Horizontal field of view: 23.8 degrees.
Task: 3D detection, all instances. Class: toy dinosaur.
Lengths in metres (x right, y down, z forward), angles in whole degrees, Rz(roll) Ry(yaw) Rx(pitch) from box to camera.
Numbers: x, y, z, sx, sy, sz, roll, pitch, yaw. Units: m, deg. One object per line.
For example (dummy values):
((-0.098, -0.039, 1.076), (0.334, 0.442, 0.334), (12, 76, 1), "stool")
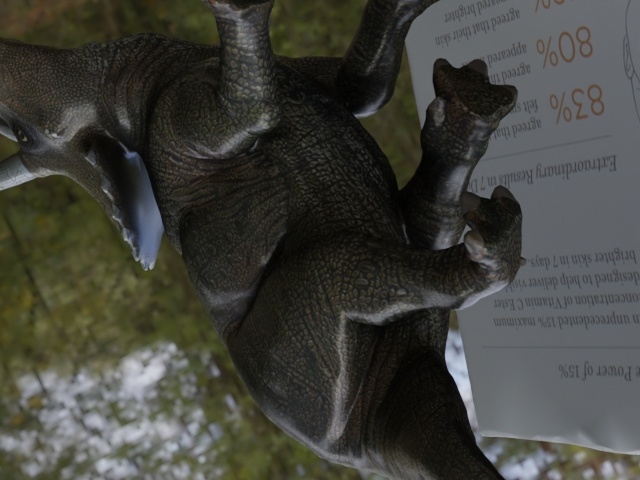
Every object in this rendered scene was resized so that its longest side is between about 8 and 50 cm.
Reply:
((0.000, 0.000, 0.539), (0.121, 0.313, 0.160), (-26, 154, -42), "toy dinosaur")

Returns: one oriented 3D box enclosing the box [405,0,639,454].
((0.156, -0.100, 0.611), (0.168, 0.345, 0.215), (-12, -178, -28), "box")
